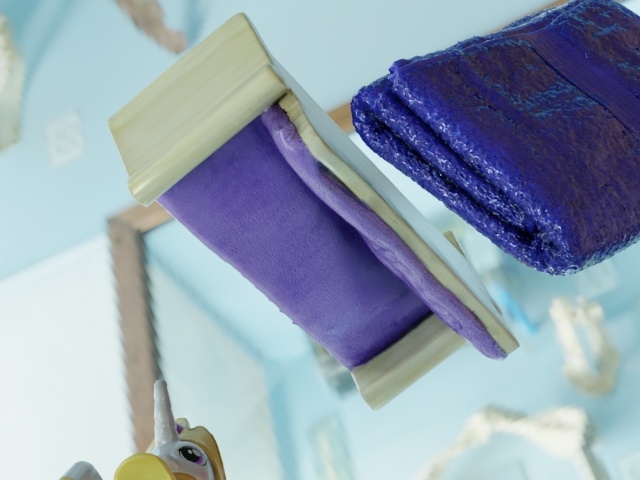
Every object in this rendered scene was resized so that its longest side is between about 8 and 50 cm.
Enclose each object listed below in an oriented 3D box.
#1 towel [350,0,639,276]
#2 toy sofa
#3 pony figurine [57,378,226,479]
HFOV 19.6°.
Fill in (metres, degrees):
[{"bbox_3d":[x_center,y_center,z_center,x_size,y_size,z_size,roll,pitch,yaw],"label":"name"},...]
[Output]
[{"bbox_3d":[0.195,-0.096,1.433,0.228,0.076,0.308,38,-140,23],"label":"towel"},{"bbox_3d":[0.000,0.000,1.533,0.362,0.150,0.177,44,-167,-40],"label":"toy sofa"},{"bbox_3d":[-0.080,0.282,1.329,0.363,0.303,0.351,-31,-79,-86],"label":"pony figurine"}]
